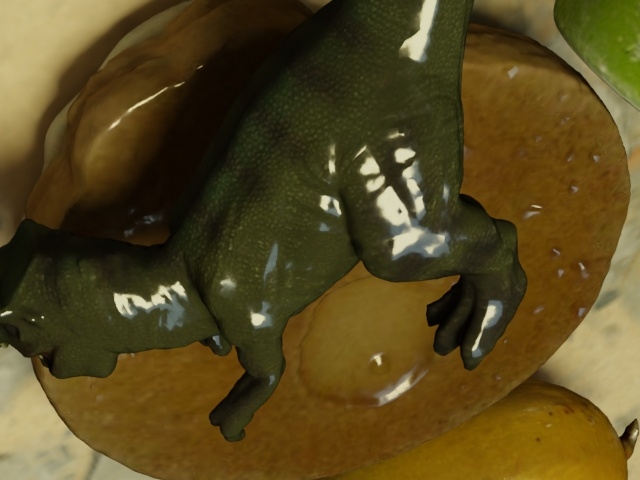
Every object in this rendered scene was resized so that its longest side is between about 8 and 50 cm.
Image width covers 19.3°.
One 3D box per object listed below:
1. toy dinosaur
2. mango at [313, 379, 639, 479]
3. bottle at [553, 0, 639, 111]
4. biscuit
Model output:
[{"bbox_3d":[-0.027,-0.028,0.465,0.187,0.087,0.179,-38,137,3],"label":"toy dinosaur"},{"bbox_3d":[0.039,0.106,0.719,0.188,0.066,0.101,-25,147,-5],"label":"mango"},{"bbox_3d":[0.200,-0.170,0.541,0.093,0.093,0.330,17,118,-43],"label":"bottle"},{"bbox_3d":[0.000,0.000,0.600,0.208,0.049,0.181,0,129,-32],"label":"biscuit"}]
